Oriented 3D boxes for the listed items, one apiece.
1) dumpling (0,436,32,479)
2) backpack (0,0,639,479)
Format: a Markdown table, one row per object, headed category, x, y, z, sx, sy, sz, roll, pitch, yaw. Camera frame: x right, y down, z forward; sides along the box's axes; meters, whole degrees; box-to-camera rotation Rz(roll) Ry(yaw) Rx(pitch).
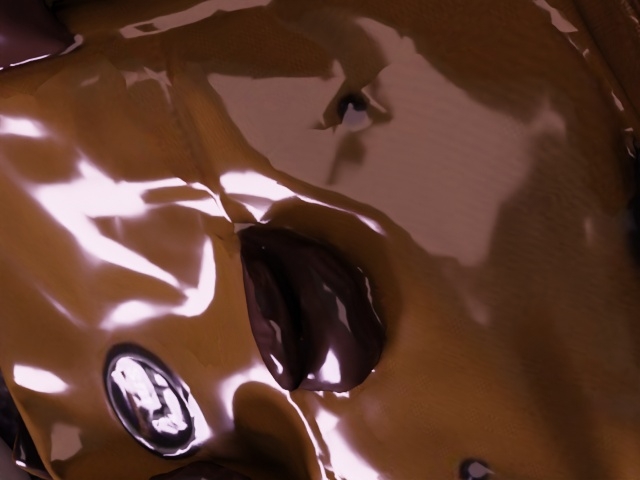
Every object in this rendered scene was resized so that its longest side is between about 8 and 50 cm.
| category | x | y | z | sx | sy | sz | roll | pitch | yaw |
| --- | --- | --- | --- | --- | --- | --- | --- | --- | --- |
| dumpling | -0.236 | 0.176 | 0.963 | 0.131 | 0.179 | 0.252 | -11 | 107 | 39 |
| backpack | 0.002 | -0.005 | 0.728 | 0.378 | 0.201 | 0.354 | -10 | 110 | 37 |
